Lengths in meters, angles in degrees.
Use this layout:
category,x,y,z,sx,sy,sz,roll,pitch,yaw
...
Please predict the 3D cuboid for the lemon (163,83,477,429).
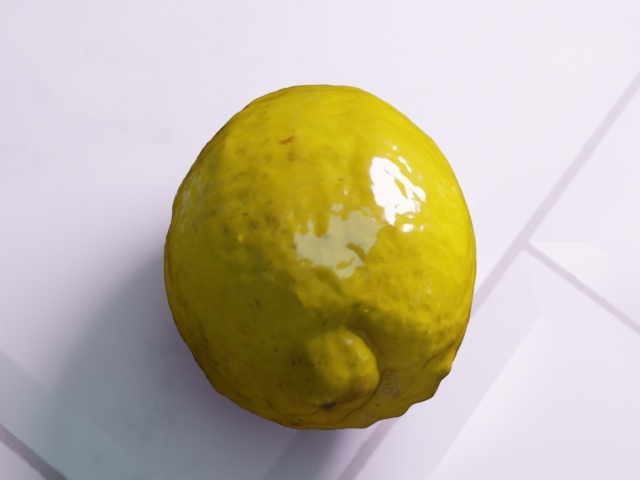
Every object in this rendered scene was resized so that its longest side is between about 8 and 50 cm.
category,x,y,z,sx,sy,sz,roll,pitch,yaw
lemon,-0.001,0.005,1.068,0.285,0.285,0.316,-12,66,-24
